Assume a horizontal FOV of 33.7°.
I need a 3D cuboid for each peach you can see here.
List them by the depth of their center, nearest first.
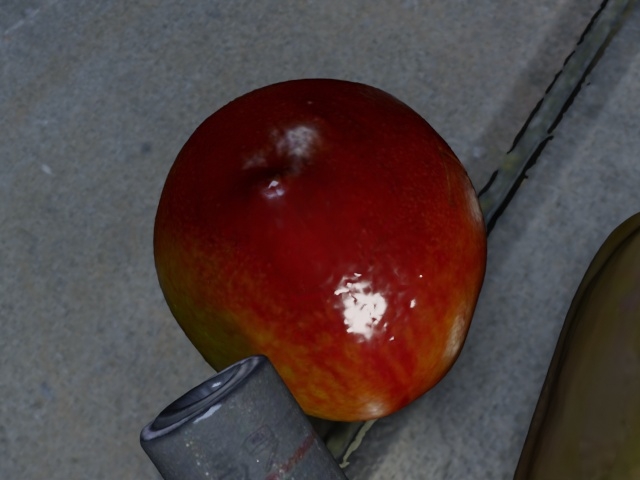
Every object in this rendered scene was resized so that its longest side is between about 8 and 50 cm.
[{"bbox_3d":[0.000,0.000,0.574,0.197,0.197,0.197,-3,69,9],"label":"peach"}]

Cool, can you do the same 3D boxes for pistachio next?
[{"bbox_3d":[0.206,0.096,0.523,0.212,0.163,0.261,8,70,48],"label":"pistachio"}]

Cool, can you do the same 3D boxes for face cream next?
[{"bbox_3d":[0.018,0.188,0.515,0.073,0.073,0.283,-33,97,-3],"label":"face cream"}]
